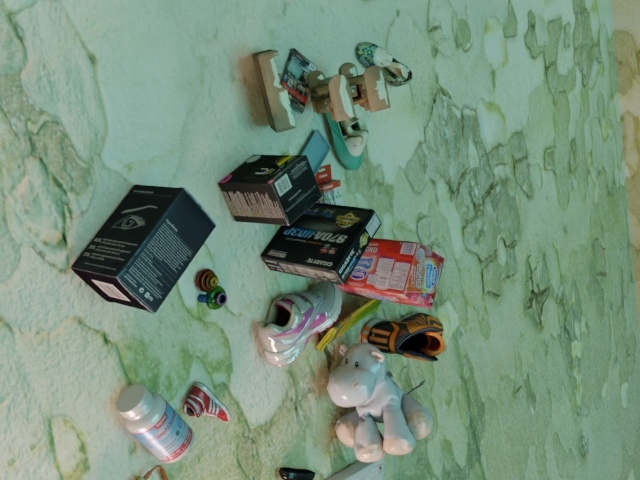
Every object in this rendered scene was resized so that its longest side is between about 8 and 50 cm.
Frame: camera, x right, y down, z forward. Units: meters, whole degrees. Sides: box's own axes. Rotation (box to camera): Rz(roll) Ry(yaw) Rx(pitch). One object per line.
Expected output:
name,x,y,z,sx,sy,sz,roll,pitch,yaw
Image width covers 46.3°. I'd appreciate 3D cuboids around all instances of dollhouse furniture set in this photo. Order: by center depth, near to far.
dollhouse furniture set,-0.002,-0.339,1.569,0.242,0.212,0.161,-16,108,-8

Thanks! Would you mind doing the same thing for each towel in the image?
towel,0.088,0.192,1.852,0.021,0.102,0.237,48,47,12

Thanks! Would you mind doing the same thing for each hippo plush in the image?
hippo plush,0.147,0.369,1.829,0.294,0.234,0.236,-45,127,-33

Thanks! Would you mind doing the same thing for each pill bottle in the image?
pill bottle,-0.317,0.347,1.426,0.087,0.087,0.160,-53,130,-29

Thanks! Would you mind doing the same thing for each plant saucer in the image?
plant saucer,-0.038,-0.163,1.716,0.067,0.018,0.192,49,61,-40

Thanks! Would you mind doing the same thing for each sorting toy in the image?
sorting toy,-0.219,0.106,1.535,0.061,0.042,0.102,-52,130,-30

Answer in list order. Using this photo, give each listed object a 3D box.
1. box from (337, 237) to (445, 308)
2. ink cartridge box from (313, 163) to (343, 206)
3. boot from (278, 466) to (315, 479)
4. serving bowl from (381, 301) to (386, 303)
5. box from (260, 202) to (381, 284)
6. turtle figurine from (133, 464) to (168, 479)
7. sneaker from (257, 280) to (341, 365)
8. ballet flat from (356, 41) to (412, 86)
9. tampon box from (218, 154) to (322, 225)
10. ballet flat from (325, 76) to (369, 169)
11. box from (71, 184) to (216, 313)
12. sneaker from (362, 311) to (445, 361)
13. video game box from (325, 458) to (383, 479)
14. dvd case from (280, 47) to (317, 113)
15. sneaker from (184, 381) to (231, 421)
box,0.148,0.072,1.773,0.123,0.257,0.128,28,74,-43
ink cartridge box,0.020,-0.119,1.776,0.063,0.029,0.115,-22,112,-44
boot,-0.064,0.593,1.772,0.121,0.045,0.099,24,80,-47
serving bowl,0.172,0.128,1.977,0.083,0.027,0.083,-8,101,-48
box,0.000,0.000,1.629,0.175,0.220,0.051,-56,134,-25
turtle figurine,-0.348,0.586,1.424,0.217,0.087,0.269,-14,105,-46
sneaker,-0.045,0.163,1.688,0.252,0.103,0.111,-47,128,-34
ballet flat,0.167,-0.444,1.869,0.188,0.070,0.070,19,81,-47
tampon box,-0.104,-0.107,1.544,0.120,0.161,0.101,-44,125,-36
ballet flat,0.065,-0.269,1.763,0.083,0.087,0.247,-44,125,-33
box,-0.314,0.009,1.336,0.207,0.153,0.108,-57,132,-25
sneaker,0.272,0.268,1.992,0.321,0.180,0.124,-3,97,-47
video game box,0.089,0.680,1.946,0.205,0.048,0.187,-13,102,-46
dvd case,-0.053,-0.357,1.676,0.087,0.013,0.119,28,76,-46
sneaker,-0.237,0.354,1.548,0.118,0.042,0.067,54,53,-28
